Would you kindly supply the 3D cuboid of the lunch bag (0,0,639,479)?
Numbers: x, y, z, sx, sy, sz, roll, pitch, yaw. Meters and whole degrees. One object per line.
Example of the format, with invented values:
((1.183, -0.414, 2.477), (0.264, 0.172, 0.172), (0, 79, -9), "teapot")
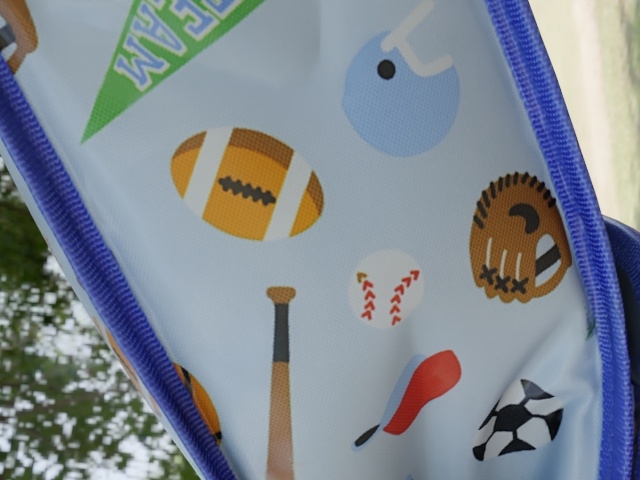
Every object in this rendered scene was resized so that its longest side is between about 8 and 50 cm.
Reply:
((0.000, 0.000, 0.527), (0.328, 0.239, 0.385), (-139, 25, -76), "lunch bag")
